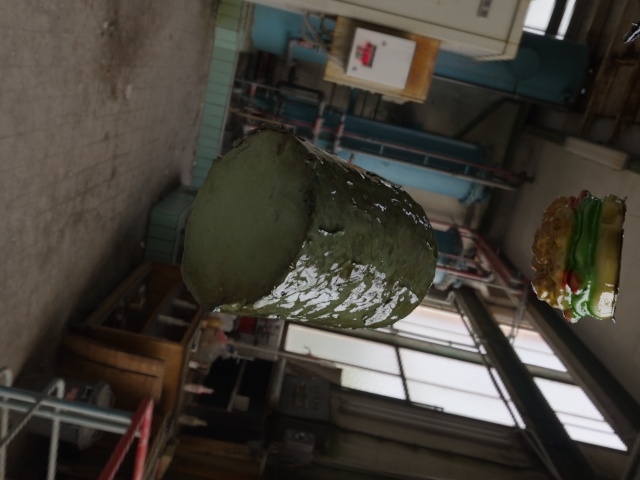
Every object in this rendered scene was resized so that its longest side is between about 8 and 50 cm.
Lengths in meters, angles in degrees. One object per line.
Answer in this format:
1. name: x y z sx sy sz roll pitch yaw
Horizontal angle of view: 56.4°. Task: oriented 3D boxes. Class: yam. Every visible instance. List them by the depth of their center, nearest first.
1. yam: 0.000 0.000 0.678 0.300 0.195 0.195 17 84 -55

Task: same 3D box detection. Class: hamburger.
1. hamburger: 0.450 0.029 1.051 0.237 0.149 0.237 6 90 -66

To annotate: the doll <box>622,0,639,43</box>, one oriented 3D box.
1. doll: 0.466 -0.309 0.703 0.127 0.249 0.088 60 -4 38
